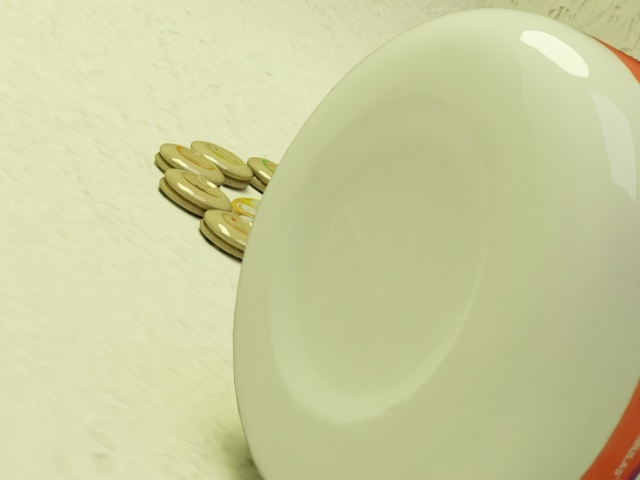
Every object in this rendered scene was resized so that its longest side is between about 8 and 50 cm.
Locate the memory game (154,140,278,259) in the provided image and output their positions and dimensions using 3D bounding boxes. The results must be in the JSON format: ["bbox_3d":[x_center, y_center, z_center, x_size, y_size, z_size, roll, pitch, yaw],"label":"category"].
[{"bbox_3d":[0.000,0.000,0.832,0.186,0.012,0.186,29,15,-8],"label":"memory game"}]

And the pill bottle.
[{"bbox_3d":[0.139,0.051,0.603,0.323,0.181,0.181,20,18,-35],"label":"pill bottle"}]
